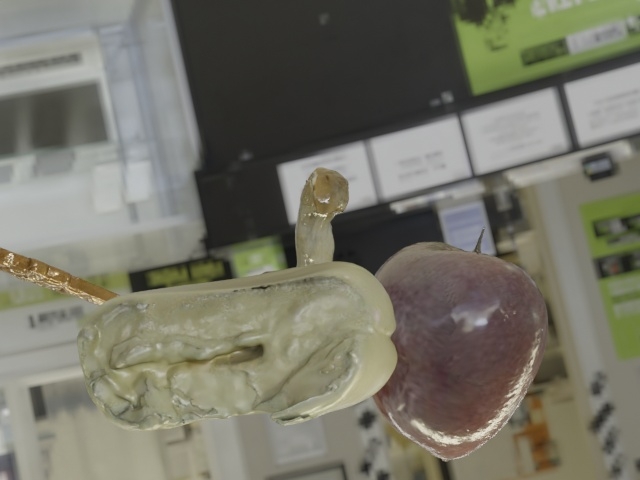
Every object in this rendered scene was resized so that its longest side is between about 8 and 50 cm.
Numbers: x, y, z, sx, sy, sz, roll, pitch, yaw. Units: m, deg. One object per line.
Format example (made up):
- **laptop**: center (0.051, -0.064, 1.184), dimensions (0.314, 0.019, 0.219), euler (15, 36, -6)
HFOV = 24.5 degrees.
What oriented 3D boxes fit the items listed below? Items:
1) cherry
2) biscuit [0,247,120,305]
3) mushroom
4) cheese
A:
- **cherry**: center (0.163, 0.130, 1.875), dimensions (0.221, 0.308, 0.261), euler (6, -174, -29)
- **biscuit**: center (-0.394, 0.046, 2.062), dimensions (0.250, 0.035, 0.162), euler (21, 176, -19)
- **mushroom**: center (-0.003, 0.002, 1.757), dimensions (0.059, 0.054, 0.202), euler (-25, 142, -34)
- **cheese**: center (-0.065, 0.093, 1.255), dimensions (0.266, 0.127, 0.233), euler (-10, 180, 11)
